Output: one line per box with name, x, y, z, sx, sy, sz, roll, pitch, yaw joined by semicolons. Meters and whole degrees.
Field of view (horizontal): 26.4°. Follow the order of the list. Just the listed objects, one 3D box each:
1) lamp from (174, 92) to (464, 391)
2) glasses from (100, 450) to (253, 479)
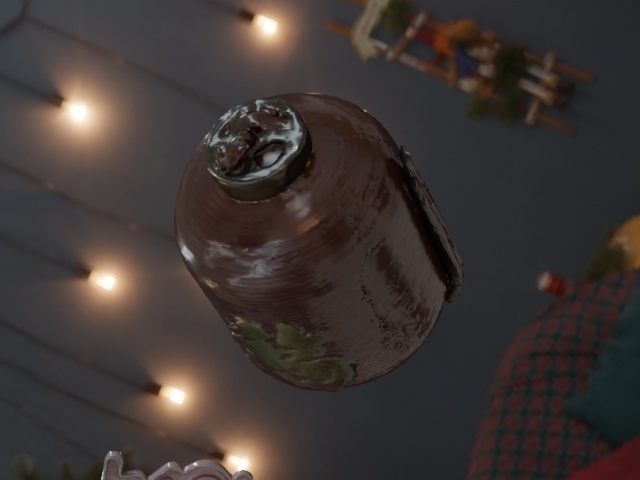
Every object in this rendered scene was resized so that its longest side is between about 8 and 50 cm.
lamp;0.000;0.000;0.952;0.258;0.180;0.180;63;-139;-50
glasses;-0.042;0.215;0.630;0.162;0.255;0.095;-35;14;-6
